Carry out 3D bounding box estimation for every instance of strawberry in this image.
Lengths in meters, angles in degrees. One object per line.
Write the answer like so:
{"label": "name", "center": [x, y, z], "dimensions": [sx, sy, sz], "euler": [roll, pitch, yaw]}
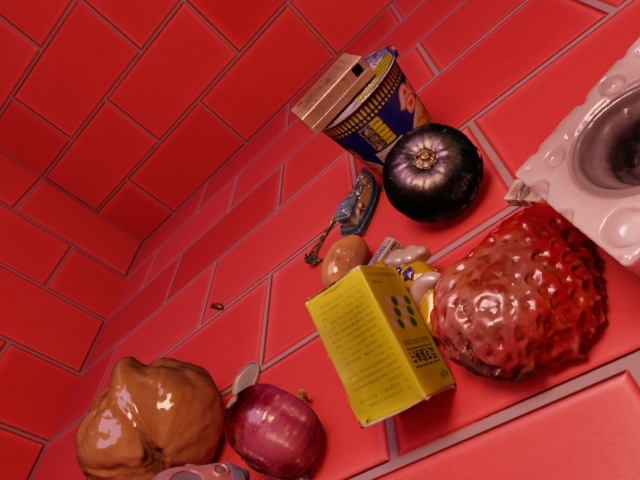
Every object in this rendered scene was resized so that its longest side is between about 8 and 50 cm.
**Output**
{"label": "strawberry", "center": [0.311, 0.060, 0.752], "dimensions": [0.336, 0.149, 0.265], "euler": [-57, 26, -15]}

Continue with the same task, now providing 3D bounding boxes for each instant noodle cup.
{"label": "instant noodle cup", "center": [0.180, -0.296, 1.216], "dimensions": [0.284, 0.312, 0.284], "euler": [-36, 30, 25]}

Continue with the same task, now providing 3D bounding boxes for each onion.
{"label": "onion", "center": [-0.106, 0.377, 0.928], "dimensions": [0.200, 0.201, 0.207], "euler": [-51, 18, -2]}

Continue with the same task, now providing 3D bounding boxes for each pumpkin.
{"label": "pumpkin", "center": [0.252, -0.154, 1.050], "dimensions": [0.233, 0.163, 0.232], "euler": [-9, 70, 25]}

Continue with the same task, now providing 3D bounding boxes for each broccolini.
{"label": "broccolini", "center": [-0.003, 0.004, 1.422], "dimensions": [0.052, 0.054, 0.194], "euler": [-44, 18, 56]}

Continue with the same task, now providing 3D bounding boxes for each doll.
{"label": "doll", "center": [0.152, 0.133, 0.935], "dimensions": [0.252, 0.111, 0.237], "euler": [-34, 47, 23]}

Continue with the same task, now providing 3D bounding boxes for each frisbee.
{"label": "frisbee", "center": [-0.206, 0.388, 1.270], "dimensions": [0.110, 0.014, 0.110], "euler": [-38, 28, 25]}

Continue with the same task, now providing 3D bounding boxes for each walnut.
{"label": "walnut", "center": [-0.423, 0.468, 1.181], "dimensions": [0.384, 0.384, 0.383], "euler": [-37, 30, 25]}

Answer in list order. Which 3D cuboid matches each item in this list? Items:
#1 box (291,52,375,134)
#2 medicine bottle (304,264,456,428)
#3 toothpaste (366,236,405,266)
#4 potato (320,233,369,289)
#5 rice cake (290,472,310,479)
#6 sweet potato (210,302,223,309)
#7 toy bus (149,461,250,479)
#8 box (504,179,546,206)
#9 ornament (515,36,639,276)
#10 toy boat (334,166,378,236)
{"label": "box", "center": [0.026, -0.362, 1.122], "dimensions": [0.201, 0.058, 0.141], "euler": [-45, 28, 7]}
{"label": "medicine bottle", "center": [0.105, 0.179, 0.808], "dimensions": [0.141, 0.137, 0.250], "euler": [-37, 65, 25]}
{"label": "toothpaste", "center": [0.141, 0.070, 1.110], "dimensions": [0.164, 0.046, 0.034], "euler": [-55, 24, -8]}
{"label": "potato", "center": [0.061, 0.064, 1.157], "dimensions": [0.110, 0.118, 0.178], "euler": [17, 60, 13]}
{"label": "rice cake", "center": [-0.086, 0.538, 0.875], "dimensions": [0.206, 0.036, 0.047], "euler": [-55, 15, -8]}
{"label": "sweet potato", "center": [-0.393, 0.246, 1.724], "dimensions": [0.115, 0.026, 0.026], "euler": [-5, 51, 56]}
{"label": "toy bus", "center": [-0.276, 0.560, 0.880], "dimensions": [0.294, 0.232, 0.197], "euler": [-57, 22, 28]}
{"label": "box", "center": [0.419, -0.096, 0.919], "dimensions": [0.054, 0.024, 0.083], "euler": [-57, 28, -10]}
{"label": "ornament", "center": [0.451, -0.071, 0.559], "dimensions": [0.239, 0.240, 0.239], "euler": [-52, 25, 22]}
{"label": "toy boat", "center": [0.107, -0.120, 1.345], "dimensions": [0.109, 0.098, 0.237], "euler": [-16, 42, 44]}
